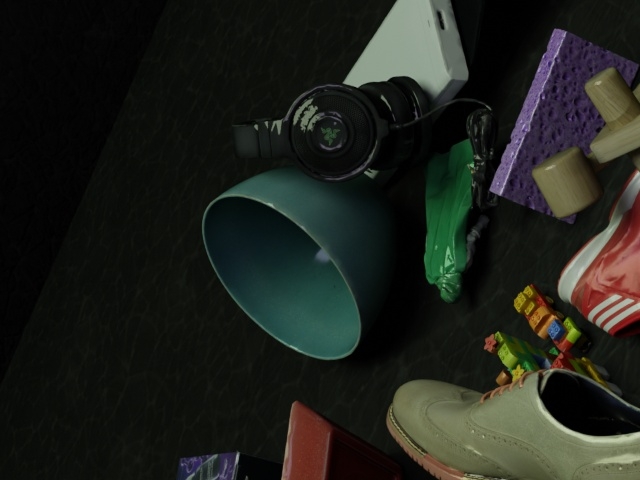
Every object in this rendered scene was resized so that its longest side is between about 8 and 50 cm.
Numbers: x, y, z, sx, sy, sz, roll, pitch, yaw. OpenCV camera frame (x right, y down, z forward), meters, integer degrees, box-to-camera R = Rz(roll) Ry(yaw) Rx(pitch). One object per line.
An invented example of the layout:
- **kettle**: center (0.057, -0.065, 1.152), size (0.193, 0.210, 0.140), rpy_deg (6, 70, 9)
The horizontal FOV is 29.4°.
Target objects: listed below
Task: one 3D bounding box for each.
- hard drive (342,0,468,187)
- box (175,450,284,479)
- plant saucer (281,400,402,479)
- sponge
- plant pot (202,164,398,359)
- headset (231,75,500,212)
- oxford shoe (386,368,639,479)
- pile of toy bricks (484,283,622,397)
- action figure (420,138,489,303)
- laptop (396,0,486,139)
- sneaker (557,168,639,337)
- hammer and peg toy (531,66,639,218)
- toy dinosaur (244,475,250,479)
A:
- **hard drive**: center (0.117, -0.234, 1.818), size (0.307, 0.040, 0.203), rpy_deg (128, 139, -53)
- **box**: center (-0.143, 0.415, 1.884), size (0.207, 0.108, 0.153), rpy_deg (-21, 54, 55)
- **plant saucer**: center (0.030, 0.355, 1.502), size (0.047, 0.259, 0.258), rpy_deg (-5, 64, 28)
- **sponge**: center (0.291, -0.135, 1.458), size (0.031, 0.117, 0.210), rpy_deg (30, 100, 63)
- **plant pot**: center (0.000, 0.000, 1.775), size (0.195, 0.290, 0.290), rpy_deg (-44, 13, -32)
- **headset**: center (0.064, -0.124, 1.643), size (0.394, 0.243, 0.185), rpy_deg (-1, 98, 38)
- **oxford shoe**: center (0.222, 0.187, 1.263), size (0.397, 0.140, 0.147), rpy_deg (12, 116, 46)
- **pile of toy bricks**: center (0.237, 0.133, 1.390), size (0.118, 0.105, 0.212), rpy_deg (-58, 29, 21)
- **action figure**: center (0.180, -0.021, 1.640), size (0.137, 0.063, 0.232), rpy_deg (-29, 44, 49)
- **laptop**: center (0.277, -0.427, 1.787), size (0.408, 0.236, 0.382), rpy_deg (-30, 40, 10)
- **sneaker**: center (0.364, 0.010, 1.303), size (0.128, 0.087, 0.221), rpy_deg (47, 112, 39)
- **hammer and peg toy**: center (0.368, -0.168, 1.198), size (0.361, 0.127, 0.266), rpy_deg (-27, 12, 45)
- **toy dinosaur**: center (-0.011, 0.423, 1.551), size (0.121, 0.313, 0.160), rpy_deg (-10, 33, 11)
